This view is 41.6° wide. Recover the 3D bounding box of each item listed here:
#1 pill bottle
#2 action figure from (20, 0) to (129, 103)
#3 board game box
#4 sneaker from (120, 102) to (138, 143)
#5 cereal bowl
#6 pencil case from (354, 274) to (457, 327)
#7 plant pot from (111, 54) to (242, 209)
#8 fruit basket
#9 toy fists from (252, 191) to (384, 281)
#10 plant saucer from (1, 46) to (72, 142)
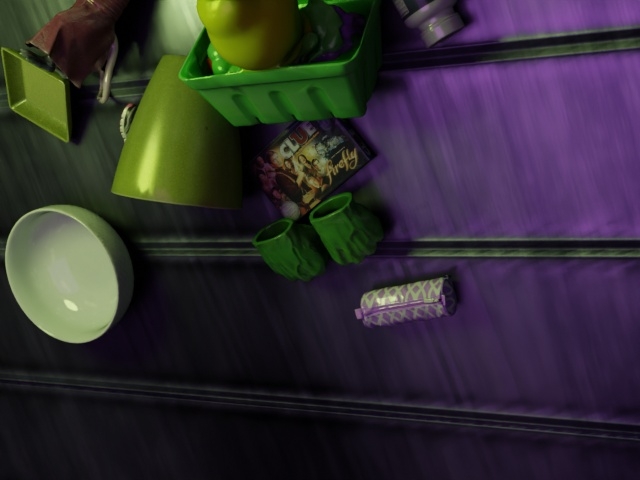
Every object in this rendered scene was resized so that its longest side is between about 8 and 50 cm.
[{"bbox_3d":[0.186,-0.449,1.536,0.108,0.108,0.180,-28,95,29],"label":"pill bottle"},{"bbox_3d":[-0.454,-0.494,1.769,0.275,0.248,0.370,37,96,-28],"label":"action figure"},{"bbox_3d":[-0.025,-0.165,1.765,0.243,0.042,0.165,-39,88,30],"label":"board game box"},{"bbox_3d":[-0.404,-0.227,1.909,0.074,0.063,0.171,9,115,22],"label":"sneaker"},{"bbox_3d":[-0.588,0.068,2.046,0.338,0.141,0.339,8,111,22],"label":"cereal bowl"},{"bbox_3d":[0.182,0.132,1.745,0.206,0.088,0.086,-14,99,29],"label":"pencil case"},{"bbox_3d":[-0.281,-0.229,1.758,0.274,0.274,0.294,10,96,22],"label":"plant pot"},{"bbox_3d":[-0.089,-0.388,1.535,0.391,0.283,0.392,12,144,9],"label":"fruit basket"},{"bbox_3d":[0.000,0.000,1.766,0.279,0.096,0.142,-22,119,28],"label":"toy fists"},{"bbox_3d":[-0.648,-0.345,1.962,0.188,0.045,0.188,31,141,13],"label":"plant saucer"}]
